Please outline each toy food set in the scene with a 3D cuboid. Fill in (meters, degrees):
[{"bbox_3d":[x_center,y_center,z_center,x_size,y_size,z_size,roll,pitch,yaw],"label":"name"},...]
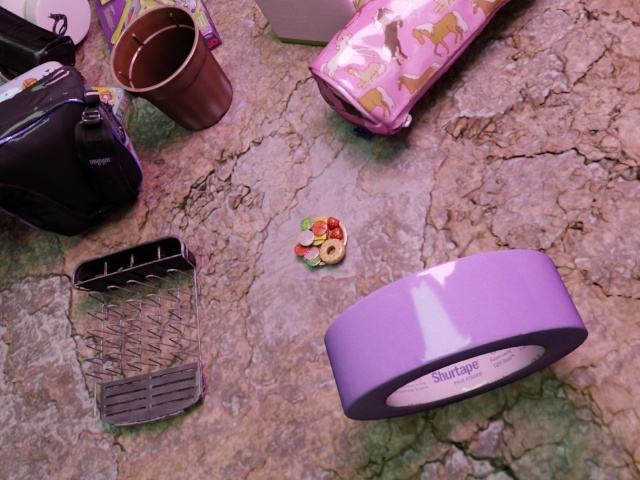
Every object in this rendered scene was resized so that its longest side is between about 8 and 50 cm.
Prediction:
[{"bbox_3d":[0.000,0.000,0.933,0.082,0.020,0.083,-5,69,19],"label":"toy food set"}]

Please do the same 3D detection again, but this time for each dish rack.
[{"bbox_3d":[-0.282,0.144,0.954,0.208,0.074,0.272,-16,65,15],"label":"dish rack"}]

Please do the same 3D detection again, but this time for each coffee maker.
[{"bbox_3d":[-0.567,-0.377,1.161,0.178,0.120,0.171,26,108,5],"label":"coffee maker"}]

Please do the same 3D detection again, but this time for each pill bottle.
[{"bbox_3d":[-0.630,-0.504,1.288,0.301,0.169,0.169,25,80,28],"label":"pill bottle"}]

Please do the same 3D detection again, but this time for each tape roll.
[{"bbox_3d":[0.146,0.115,0.687,0.274,0.275,0.090,-23,64,11],"label":"tape roll"}]

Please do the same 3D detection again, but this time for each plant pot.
[{"bbox_3d":[-0.244,-0.285,1.056,0.166,0.165,0.167,-7,68,18],"label":"plant pot"}]

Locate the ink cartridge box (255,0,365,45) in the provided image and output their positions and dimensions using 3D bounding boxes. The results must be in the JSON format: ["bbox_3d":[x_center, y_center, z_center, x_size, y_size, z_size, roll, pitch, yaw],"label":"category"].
[{"bbox_3d":[-0.019,-0.425,0.973,0.188,0.255,0.097,14,75,25],"label":"ink cartridge box"}]

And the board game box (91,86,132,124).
[{"bbox_3d":[-0.454,-0.251,1.201,0.154,0.026,0.104,8,73,23],"label":"board game box"}]

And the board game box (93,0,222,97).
[{"bbox_3d":[-0.345,-0.470,1.237,0.208,0.056,0.347,-31,62,12],"label":"board game box"}]

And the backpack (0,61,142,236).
[{"bbox_3d":[-0.439,-0.139,1.020,0.276,0.263,0.213,-27,55,-1],"label":"backpack"}]

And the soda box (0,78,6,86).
[{"bbox_3d":[-0.657,-0.329,1.289,0.183,0.063,0.058,3,72,22],"label":"soda box"}]

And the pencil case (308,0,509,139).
[{"bbox_3d":[0.161,-0.335,0.927,0.386,0.167,0.160,-48,29,-2],"label":"pencil case"}]
